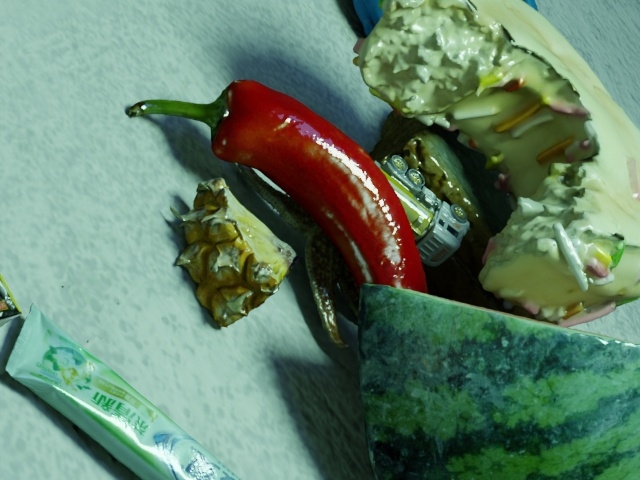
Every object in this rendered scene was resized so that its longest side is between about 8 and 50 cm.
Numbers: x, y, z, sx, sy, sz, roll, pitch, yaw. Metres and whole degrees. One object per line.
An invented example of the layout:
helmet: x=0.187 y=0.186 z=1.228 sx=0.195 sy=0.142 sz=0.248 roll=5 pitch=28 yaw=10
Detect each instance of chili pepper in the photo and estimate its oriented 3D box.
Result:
chili pepper: x=0.002 y=-0.030 z=1.621 sx=0.368 sy=0.092 sz=0.137 roll=46 pitch=67 yaw=-6

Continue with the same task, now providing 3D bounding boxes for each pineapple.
pineapple: x=-0.067 y=0.009 z=1.557 sx=0.116 sy=0.069 sz=0.137 roll=19 pitch=45 yaw=-50

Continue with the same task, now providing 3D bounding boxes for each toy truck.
toy truck: x=0.083 y=-0.027 z=1.726 sx=0.123 sy=0.052 sz=0.063 roll=38 pitch=36 yaw=-13

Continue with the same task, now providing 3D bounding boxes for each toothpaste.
toothpaste: x=-0.117 y=0.163 z=1.345 sx=0.297 sy=0.048 sz=0.075 roll=43 pitch=34 yaw=-20

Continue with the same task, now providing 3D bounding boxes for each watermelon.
watermelon: x=0.176 y=0.118 z=1.581 sx=0.293 sy=0.283 sz=0.250 roll=-97 pitch=175 yaw=-48

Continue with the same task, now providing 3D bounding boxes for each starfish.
starfish: x=0.006 y=-0.003 z=1.703 sx=0.238 sy=0.057 sz=0.213 roll=43 pitch=36 yaw=-22

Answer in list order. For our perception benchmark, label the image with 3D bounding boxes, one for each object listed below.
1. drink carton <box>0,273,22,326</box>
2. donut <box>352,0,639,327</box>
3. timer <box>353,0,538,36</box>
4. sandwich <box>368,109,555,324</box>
drink carton: x=-0.278 y=-0.006 z=1.236 sx=0.166 sy=0.056 sz=0.071 roll=61 pitch=24 yaw=6
donut: x=0.194 y=-0.087 z=1.719 sx=0.307 sy=0.150 sz=0.371 roll=1 pitch=54 yaw=-55
timer: x=0.150 y=-0.298 z=2.182 sx=0.340 sy=0.115 sz=0.309 roll=33 pitch=37 yaw=-40
sandwich: x=0.171 y=-0.035 z=1.930 sx=0.262 sy=0.131 sz=0.325 roll=52 pitch=27 yaw=-10
